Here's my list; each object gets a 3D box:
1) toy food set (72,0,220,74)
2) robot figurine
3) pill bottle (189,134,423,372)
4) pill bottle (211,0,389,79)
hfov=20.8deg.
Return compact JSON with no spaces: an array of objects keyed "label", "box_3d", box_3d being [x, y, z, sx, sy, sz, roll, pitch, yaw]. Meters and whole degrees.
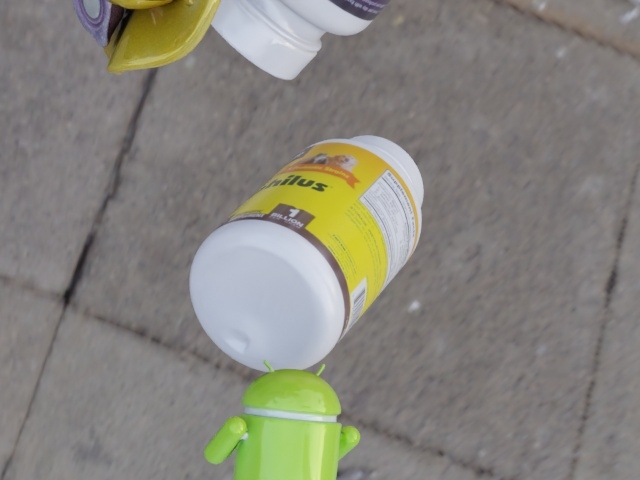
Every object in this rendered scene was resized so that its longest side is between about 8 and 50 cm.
[{"label":"toy food set","box_3d":[-0.121,-0.184,0.933,0.071,0.128,0.218,12,38,-36]},{"label":"robot figurine","box_3d":[-0.021,0.136,1.127,0.101,0.067,0.115,7,86,-30]},{"label":"pill bottle","box_3d":[0.000,0.000,1.276,0.117,0.117,0.215,39,35,3]},{"label":"pill bottle","box_3d":[0.014,-0.197,1.080,0.108,0.108,0.193,43,108,5]}]
